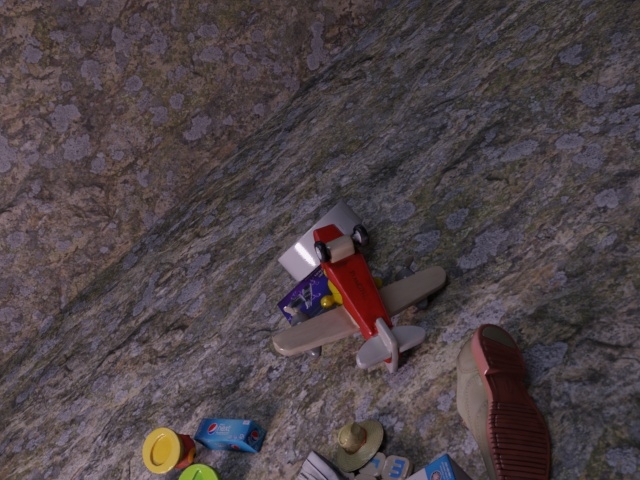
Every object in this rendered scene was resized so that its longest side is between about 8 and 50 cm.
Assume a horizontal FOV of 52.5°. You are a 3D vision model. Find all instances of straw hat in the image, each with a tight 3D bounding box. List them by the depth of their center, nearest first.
[{"bbox_3d":[0.076,0.473,1.554,0.144,0.061,0.144,-35,23,17],"label":"straw hat"}]

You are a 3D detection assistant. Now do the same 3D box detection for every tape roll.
[{"bbox_3d":[0.000,0.000,2.040,0.286,0.100,0.286,-42,1,1],"label":"tape roll"}]

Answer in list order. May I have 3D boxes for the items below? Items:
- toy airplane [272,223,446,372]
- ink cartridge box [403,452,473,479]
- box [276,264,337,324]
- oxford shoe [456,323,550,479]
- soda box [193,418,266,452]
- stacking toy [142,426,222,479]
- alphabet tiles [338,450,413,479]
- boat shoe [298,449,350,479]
[{"bbox_3d":[0.110,0.178,1.724,0.272,0.386,0.384,103,-173,-66],"label":"toy airplane"},{"bbox_3d":[0.199,0.550,1.179,0.233,0.168,0.171,-36,23,13],"label":"ink cartridge box"},{"bbox_3d":[0.019,0.171,1.947,0.261,0.103,0.184,-43,36,-1],"label":"box"},{"bbox_3d":[0.368,0.377,1.357,0.146,0.140,0.397,124,157,-44],"label":"oxford shoe"},{"bbox_3d":[-0.257,0.549,1.831,0.210,0.071,0.067,-11,44,39],"label":"soda box"},{"bbox_3d":[-0.387,0.700,1.776,0.279,0.130,0.309,21,82,26],"label":"stacking toy"},{"bbox_3d":[0.104,0.608,1.430,0.278,0.021,0.284,-8,46,45],"label":"alphabet tiles"},{"bbox_3d":[0.024,0.570,1.460,0.088,0.096,0.267,-54,31,-8],"label":"boat shoe"}]
